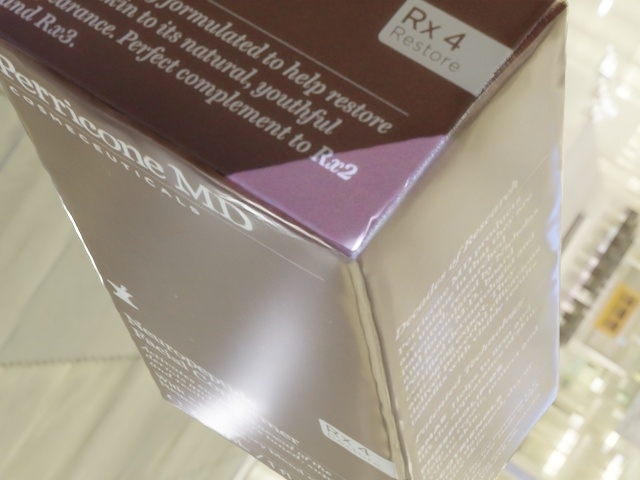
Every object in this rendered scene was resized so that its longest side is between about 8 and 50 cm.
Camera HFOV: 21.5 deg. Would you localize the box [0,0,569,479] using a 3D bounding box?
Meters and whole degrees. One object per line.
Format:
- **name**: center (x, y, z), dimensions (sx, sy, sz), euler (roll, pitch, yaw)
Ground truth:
- **box**: center (0.000, 0.000, 0.771), dimensions (0.143, 0.191, 0.381), euler (-50, 157, -19)
